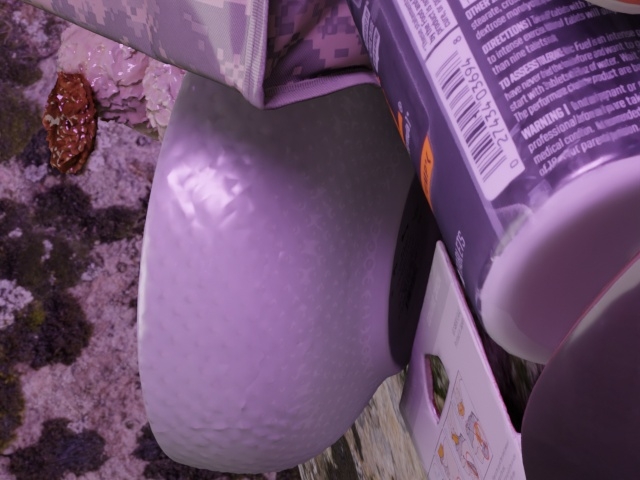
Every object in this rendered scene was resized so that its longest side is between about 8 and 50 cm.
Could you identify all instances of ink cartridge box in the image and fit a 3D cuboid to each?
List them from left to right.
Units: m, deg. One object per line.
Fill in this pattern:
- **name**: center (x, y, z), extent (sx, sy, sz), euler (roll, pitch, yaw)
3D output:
- **ink cartridge box**: center (0.128, 0.166, 1.043), extent (0.296, 0.066, 0.261), euler (94, 160, -65)

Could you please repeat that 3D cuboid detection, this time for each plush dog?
- **plush dog**: center (-0.109, -0.140, 1.355), extent (0.262, 0.225, 0.211), euler (-57, -28, -48)

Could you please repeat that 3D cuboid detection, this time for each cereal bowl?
- **cereal bowl**: center (0.000, 0.000, 1.150), extent (0.339, 0.141, 0.339), euler (8, -90, -75)

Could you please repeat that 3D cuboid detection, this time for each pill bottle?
- **pill bottle**: center (0.086, -0.081, 0.669), extent (0.130, 0.130, 0.246), euler (86, 168, -52)

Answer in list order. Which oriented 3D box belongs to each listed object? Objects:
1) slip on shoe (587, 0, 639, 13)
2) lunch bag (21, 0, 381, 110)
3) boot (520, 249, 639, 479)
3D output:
- **slip on shoe**: center (0.079, -0.235, 0.520), extent (0.101, 0.123, 0.331), euler (179, 81, -78)
- **lunch bag**: center (-0.035, -0.238, 0.841), extent (0.235, 0.169, 0.287), euler (26, 117, 43)
- **boot**: center (0.142, 0.073, 0.600), extent (0.112, 0.115, 0.305), euler (28, 143, 19)
